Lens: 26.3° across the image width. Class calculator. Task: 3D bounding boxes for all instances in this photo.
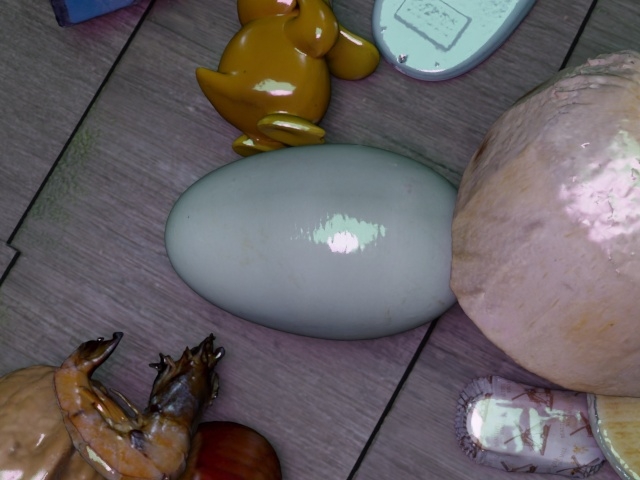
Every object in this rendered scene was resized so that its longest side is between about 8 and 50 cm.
[{"bbox_3d":[0.185,-0.336,1.742,0.184,0.042,0.295,35,84,12],"label":"calculator"}]

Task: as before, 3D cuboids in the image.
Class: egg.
[{"bbox_3d":[0.000,0.000,1.595,0.371,0.230,0.230,4,78,10],"label":"egg"}]

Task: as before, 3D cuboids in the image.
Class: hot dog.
[{"bbox_3d":[0.252,0.222,1.609,0.191,0.059,0.108,9,88,2],"label":"hot dog"}]

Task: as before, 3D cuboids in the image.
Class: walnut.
[{"bbox_3d":[-0.329,0.266,1.582,0.225,0.225,0.261,26,65,11],"label":"walnut"}]

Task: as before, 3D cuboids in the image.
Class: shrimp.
[{"bbox_3d":[-0.213,0.173,1.559,0.178,0.289,0.075,33,126,-7],"label":"shrimp"}]

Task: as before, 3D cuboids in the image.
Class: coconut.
[{"bbox_3d":[0.321,-0.022,1.468,0.415,0.415,0.345,-6,63,5],"label":"coconut"}]

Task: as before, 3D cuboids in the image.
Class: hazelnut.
[{"bbox_3d":[-0.134,0.317,1.592,0.170,0.160,0.202,41,122,24],"label":"hazelnut"}]

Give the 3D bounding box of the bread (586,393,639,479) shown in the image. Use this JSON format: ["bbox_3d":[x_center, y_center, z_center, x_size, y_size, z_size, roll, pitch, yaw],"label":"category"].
[{"bbox_3d":[0.431,0.191,1.582,0.267,0.040,0.267,2,68,-5],"label":"bread"}]

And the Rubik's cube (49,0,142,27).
[{"bbox_3d":[-0.236,-0.523,1.652,0.358,0.363,0.362,-22,76,-11],"label":"Rubik's cube"}]

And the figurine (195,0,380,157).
[{"bbox_3d":[-0.045,-0.222,1.671,0.215,0.215,0.228,30,65,11],"label":"figurine"}]
